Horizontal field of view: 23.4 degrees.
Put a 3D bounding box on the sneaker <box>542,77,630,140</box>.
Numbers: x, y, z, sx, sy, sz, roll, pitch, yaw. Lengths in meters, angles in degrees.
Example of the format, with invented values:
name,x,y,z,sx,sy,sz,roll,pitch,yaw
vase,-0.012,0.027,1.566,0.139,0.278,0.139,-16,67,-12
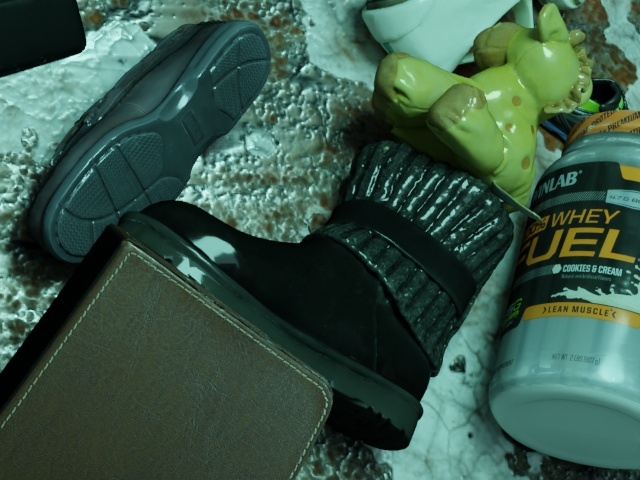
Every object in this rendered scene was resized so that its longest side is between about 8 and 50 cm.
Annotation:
name,x,y,z,sx,sy,sz,roll,pitch,yaw
sneaker,0.302,-0.123,1.630,0.188,0.078,0.067,35,60,-12

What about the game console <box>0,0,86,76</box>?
name,x,y,z,sx,sy,sz,roll,pitch,yaw
game console,-0.289,-0.214,1.406,0.122,0.071,0.107,-22,53,-32

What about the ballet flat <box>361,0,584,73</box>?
name,x,y,z,sx,sy,sz,roll,pitch,yaw
ballet flat,0.211,-0.279,1.629,0.400,0.139,0.139,-34,89,-28

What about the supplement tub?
name,x,y,z,sx,sy,sz,roll,pitch,yaw
supplement tub,0.284,0.044,1.493,0.193,0.193,0.316,25,62,-17

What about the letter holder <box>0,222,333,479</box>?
name,x,y,z,sx,sy,sz,roll,pitch,yaw
letter holder,-0.157,0.173,1.181,0.214,0.152,0.302,36,87,-13

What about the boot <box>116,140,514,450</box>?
name,x,y,z,sx,sy,sz,roll,pitch,yaw
boot,-0.001,0.001,1.398,0.348,0.131,0.260,36,66,-23

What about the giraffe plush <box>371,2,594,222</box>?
name,x,y,z,sx,sy,sz,roll,pitch,yaw
giraffe plush,0.175,-0.141,1.473,0.210,0.181,0.170,37,81,9

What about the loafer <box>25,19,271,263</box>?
name,x,y,z,sx,sy,sz,roll,pitch,yaw
loafer,-0.165,-0.095,1.392,0.302,0.095,0.109,-48,138,-30
